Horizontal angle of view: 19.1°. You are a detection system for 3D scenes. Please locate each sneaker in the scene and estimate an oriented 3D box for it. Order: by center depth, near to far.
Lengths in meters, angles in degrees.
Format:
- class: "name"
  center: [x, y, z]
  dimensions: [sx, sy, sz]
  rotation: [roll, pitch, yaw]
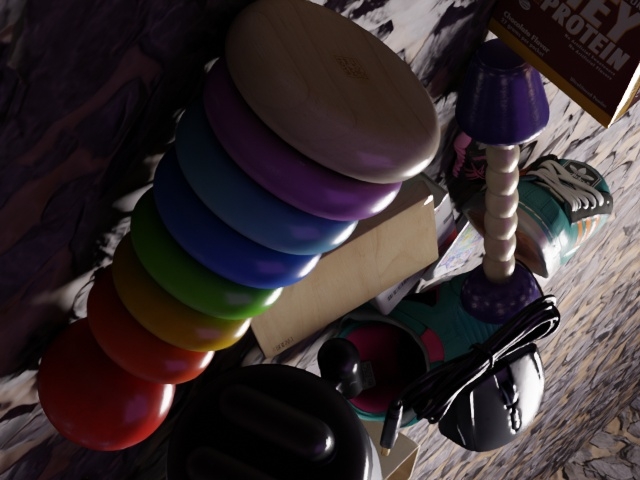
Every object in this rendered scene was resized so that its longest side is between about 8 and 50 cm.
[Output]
- class: "sneaker"
  center: [0.150, -0.068, 1.685]
  dimensions: [0.047, 0.057, 0.119]
  rotation: [-50, 165, -6]
- class: "sneaker"
  center: [0.215, -0.035, 1.822]
  dimensions: [0.121, 0.108, 0.302]
  rotation: [-50, 172, 0]
- class: "sneaker"
  center: [0.084, 0.113, 1.834]
  dimensions: [0.178, 0.123, 0.295]
  rotation: [-23, 172, -23]

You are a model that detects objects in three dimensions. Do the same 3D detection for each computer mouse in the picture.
- class: "computer mouse"
  center: [0.132, 0.157, 1.704]
  dimensions: [0.184, 0.060, 0.262]
  rotation: [-31, 161, -18]

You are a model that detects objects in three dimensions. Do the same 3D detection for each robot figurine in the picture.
- class: "robot figurine"
  center: [-0.033, 0.203, 1.627]
  dimensions: [0.209, 0.173, 0.278]
  rotation: [-25, 162, -1]

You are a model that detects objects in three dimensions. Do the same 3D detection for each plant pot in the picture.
- class: "plant pot"
  center: [0.030, 0.240, 2.032]
  dimensions: [0.109, 0.096, 0.109]
  rotation: [-43, 163, -21]

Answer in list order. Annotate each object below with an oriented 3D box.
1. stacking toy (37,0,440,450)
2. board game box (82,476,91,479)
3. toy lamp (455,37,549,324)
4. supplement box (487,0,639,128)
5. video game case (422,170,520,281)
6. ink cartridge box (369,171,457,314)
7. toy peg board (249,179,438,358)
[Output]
- class: "stacking toy"
  center: [-0.070, 0.014, 1.176]
  dimensions: [0.330, 0.141, 0.141]
  rotation: [-53, 164, 29]
- class: "board game box"
  center: [-0.236, 0.278, 1.543]
  dimensions: [0.186, 0.026, 0.126]
  rotation: [-45, 164, -12]
- class: "toy lamp"
  center: [0.151, -0.047, 1.595]
  dimensions: [0.080, 0.080, 0.274]
  rotation: [-38, 141, -32]
- class: "supplement box"
  center: [0.255, -0.227, 1.449]
  dimensions: [0.194, 0.129, 0.191]
  rotation: [-40, 163, -28]
- class: "video game case"
  center: [0.153, -0.014, 1.906]
  dimensions: [0.122, 0.011, 0.087]
  rotation: [-56, 163, 27]
- class: "ink cartridge box"
  center: [0.061, -0.003, 1.603]
  dimensions: [0.099, 0.056, 0.135]
  rotation: [-47, 164, -7]
- class: "toy peg board"
  center: [0.000, 0.000, 1.454]
  dimensions: [0.161, 0.079, 0.161]
  rotation: [-30, 162, -5]
